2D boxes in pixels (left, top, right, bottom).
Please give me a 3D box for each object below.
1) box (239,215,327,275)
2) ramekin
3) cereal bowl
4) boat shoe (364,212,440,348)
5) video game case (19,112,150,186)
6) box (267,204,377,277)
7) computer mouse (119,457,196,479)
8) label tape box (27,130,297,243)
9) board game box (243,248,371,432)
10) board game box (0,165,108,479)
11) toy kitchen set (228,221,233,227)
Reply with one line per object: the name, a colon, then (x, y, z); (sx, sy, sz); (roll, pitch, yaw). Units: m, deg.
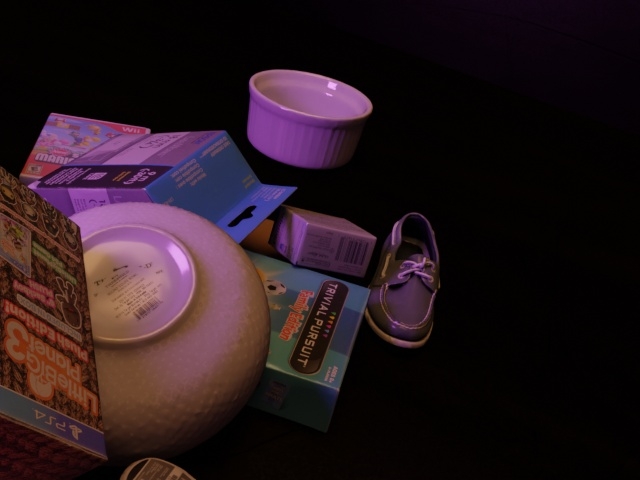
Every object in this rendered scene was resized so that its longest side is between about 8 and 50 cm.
box: (-0.066, 0.029, 1.321); (0.164, 0.021, 0.201); (17, 30, 3)
ramekin: (-0.034, -0.270, 1.733); (0.277, 0.135, 0.277); (11, 29, -6)
cereal bowl: (-0.225, 0.082, 0.916); (0.339, 0.141, 0.339); (4, 53, -5)
boat shoe: (0.142, 0.057, 1.287); (0.116, 0.099, 0.319); (15, 29, 1)
video game case: (-0.439, -0.164, 1.484); (0.204, 0.025, 0.285); (8, 30, -12)
box: (0.000, 0.000, 1.253); (0.126, 0.072, 0.137); (12, 10, -24)
computer mouse: (-0.126, 0.296, 0.820); (0.193, 0.042, 0.106); (27, 36, 10)
label tape box: (-0.240, -0.084, 1.207); (0.334, 0.106, 0.240); (2, 28, 25)
board game box: (-0.115, 0.110, 1.101); (0.336, 0.079, 0.254); (17, 30, 5)
board game box: (-0.354, 0.111, 0.746); (0.232, 0.141, 0.291); (-28, 52, 11)
toy kitchen set: (-0.191, -0.008, 1.273); (0.068, 0.075, 0.083); (16, 25, 6)
